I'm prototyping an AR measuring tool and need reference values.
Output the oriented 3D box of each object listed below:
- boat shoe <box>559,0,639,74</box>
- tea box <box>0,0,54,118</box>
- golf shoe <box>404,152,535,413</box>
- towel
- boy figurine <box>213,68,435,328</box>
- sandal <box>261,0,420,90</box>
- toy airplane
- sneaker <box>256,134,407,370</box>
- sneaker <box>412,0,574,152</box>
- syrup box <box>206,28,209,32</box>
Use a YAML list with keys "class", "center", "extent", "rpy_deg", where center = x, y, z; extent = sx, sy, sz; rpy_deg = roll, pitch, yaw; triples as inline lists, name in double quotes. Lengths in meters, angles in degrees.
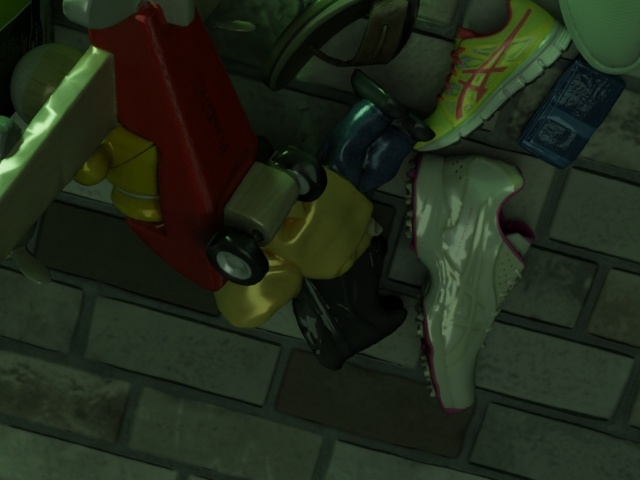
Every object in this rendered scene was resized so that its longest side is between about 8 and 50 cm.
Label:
- class: "boat shoe"
  center: [0.294, -0.319, 1.594]
  extent: [0.114, 0.091, 0.302]
  rpy_deg: [5, 116, 24]
- class: "tea box"
  center: [-0.399, -0.283, 1.538]
  extent: [0.220, 0.323, 0.329]
  rpy_deg: [3, 112, 3]
- class: "golf shoe"
  center: [0.167, 0.049, 1.747]
  extent: [0.140, 0.115, 0.306]
  rpy_deg: [-5, 113, 3]
- class: "towel"
  center: [0.268, -0.136, 1.704]
  extent: [0.067, 0.029, 0.119]
  rpy_deg: [30, 111, -9]
- class: "boy figurine"
  center: [-0.001, -0.028, 1.645]
  extent: [0.285, 0.092, 0.177]
  rpy_deg: [-53, 139, 6]
- class: "sandal"
  center: [0.069, -0.231, 1.625]
  extent: [0.303, 0.120, 0.086]
  rpy_deg: [-29, 88, 14]
- class: "toy airplane"
  center: [-0.181, -0.147, 1.444]
  extent: [0.272, 0.386, 0.384]
  rpy_deg: [8, 93, 33]
- class: "sneaker"
  center: [0.000, 0.000, 1.754]
  extent: [0.130, 0.109, 0.286]
  rpy_deg: [-26, 115, 4]
- class: "sneaker"
  center: [0.161, -0.176, 1.677]
  extent: [0.208, 0.081, 0.094]
  rpy_deg: [-42, 96, 12]
- class: "syrup box"
  center: [-0.184, -0.300, 1.636]
  extent: [0.093, 0.096, 0.237]
  rpy_deg: [-9, 113, 6]
